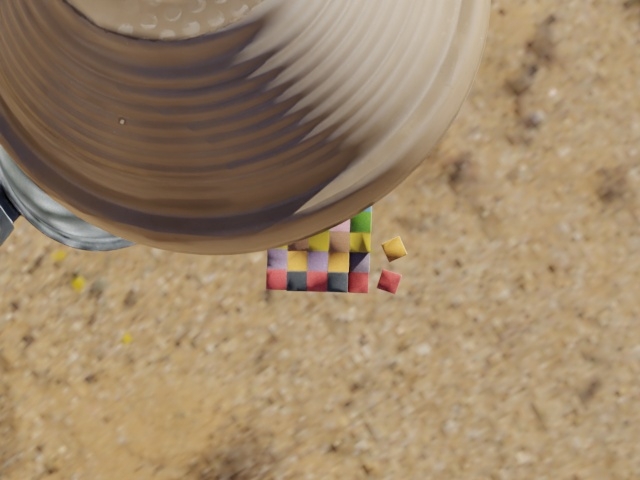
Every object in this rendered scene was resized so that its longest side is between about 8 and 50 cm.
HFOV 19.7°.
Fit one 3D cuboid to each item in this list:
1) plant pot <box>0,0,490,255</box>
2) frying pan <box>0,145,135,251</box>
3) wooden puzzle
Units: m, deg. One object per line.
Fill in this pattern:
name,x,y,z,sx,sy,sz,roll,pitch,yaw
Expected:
plant pot,-0.049,-0.120,0.780,0.237,0.110,0.237,-2,75,8
frying pan,-0.168,-0.033,1.199,0.197,0.053,0.326,33,74,-43
wooden puzzle,0.000,0.000,0.881,0.083,0.006,0.049,2,92,1
